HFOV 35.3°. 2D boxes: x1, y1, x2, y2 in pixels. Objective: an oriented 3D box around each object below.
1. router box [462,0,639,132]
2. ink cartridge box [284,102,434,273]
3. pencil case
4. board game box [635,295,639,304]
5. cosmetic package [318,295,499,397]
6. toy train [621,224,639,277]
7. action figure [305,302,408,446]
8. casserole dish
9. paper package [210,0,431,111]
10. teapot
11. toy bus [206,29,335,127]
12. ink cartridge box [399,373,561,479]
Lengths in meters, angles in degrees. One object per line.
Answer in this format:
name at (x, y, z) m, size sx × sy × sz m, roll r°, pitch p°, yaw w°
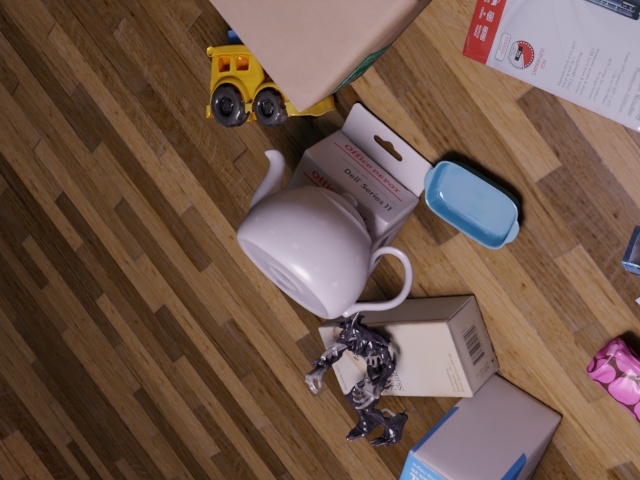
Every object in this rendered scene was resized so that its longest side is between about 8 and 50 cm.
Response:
router box at (0.380, -0.358, 1.364) m, size 0.301 × 0.082 × 0.336 m, roll 29°, pitch 124°, yaw 25°
ink cartridge box at (0.038, -0.053, 1.847) m, size 0.207 × 0.119 × 0.353 m, roll 42°, pitch 134°, yaw 13°
pencil case at (0.534, 0.248, 1.628) m, size 0.209 × 0.095 × 0.098 m, roll 40°, pitch 170°, yaw 12°
board game box at (0.555, 0.099, 1.567) m, size 0.090 × 0.020 × 0.090 m, roll 47°, pitch 137°, yaw 8°
cosmetic package at (0.163, 0.202, 1.904) m, size 0.309 × 0.113 × 0.160 m, roll -9°, pitch 110°, yaw 42°
toy train at (0.536, 0.040, 1.476) m, size 0.184 × 0.105 × 0.080 m, roll 20°, pitch 84°, yaw 31°
action figure at (0.069, 0.249, 1.834) m, size 0.164 × 0.141 × 0.276 m, roll 11°, pitch 124°, yaw 49°
casserole dish at (0.261, -0.066, 1.708) m, size 0.188 × 0.037 × 0.114 m, roll 35°, pitch 134°, yaw 20°
paper package at (0.004, -0.425, 1.614) m, size 0.309 × 0.168 × 0.325 m, roll 53°, pitch 136°, yaw 2°
teapot at (0.000, 0.000, 1.704) m, size 0.252 × 0.187 × 0.256 m, roll 27°, pitch 161°, yaw 48°
toy bus at (-0.094, -0.313, 1.803) m, size 0.220 × 0.149 × 0.212 m, roll 6°, pitch 103°, yaw 36°
ink cartridge box at (0.257, 0.484, 1.869) m, size 0.166 × 0.285 × 0.395 m, roll 32°, pitch 132°, yaw 24°
